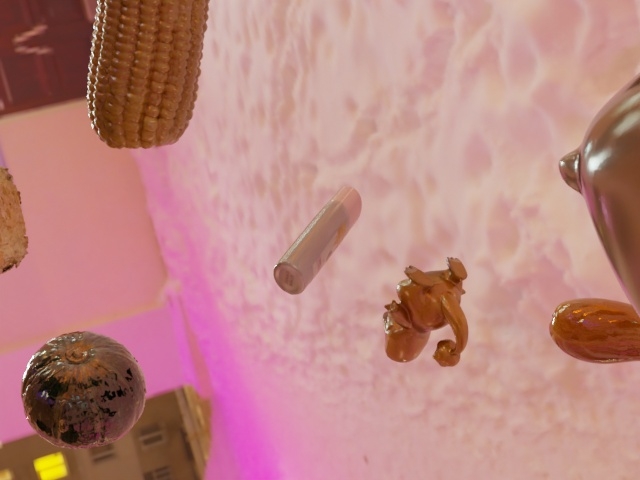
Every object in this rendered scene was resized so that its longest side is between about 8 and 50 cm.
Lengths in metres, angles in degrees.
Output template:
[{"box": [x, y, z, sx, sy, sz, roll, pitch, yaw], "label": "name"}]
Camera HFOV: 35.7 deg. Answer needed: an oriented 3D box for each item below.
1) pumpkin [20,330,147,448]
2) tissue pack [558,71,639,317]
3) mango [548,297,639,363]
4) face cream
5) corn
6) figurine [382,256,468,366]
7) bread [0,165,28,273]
[{"box": [-0.345, 0.218, 1.456, 0.146, 0.190, 0.190, 102, 149, -47], "label": "pumpkin"}, {"box": [0.375, -0.060, 0.732, 0.277, 0.387, 0.267, -17, 101, 52], "label": "tissue pack"}, {"box": [0.419, 0.133, 1.426, 0.184, 0.085, 0.102, 10, 135, 26], "label": "mango"}, {"box": [0.000, 0.000, 1.546, 0.057, 0.198, 0.084, 28, 140, 14], "label": "face cream"}, {"box": [-0.187, -0.272, 1.105, 0.131, 0.131, 0.344, -132, 46, -60], "label": "corn"}, {"box": [0.137, 0.113, 1.280, 0.122, 0.121, 0.176, 62, 148, 22], "label": "figurine"}, {"box": [-0.473, -0.008, 1.189, 0.121, 0.246, 0.174, 33, -137, -70], "label": "bread"}]
